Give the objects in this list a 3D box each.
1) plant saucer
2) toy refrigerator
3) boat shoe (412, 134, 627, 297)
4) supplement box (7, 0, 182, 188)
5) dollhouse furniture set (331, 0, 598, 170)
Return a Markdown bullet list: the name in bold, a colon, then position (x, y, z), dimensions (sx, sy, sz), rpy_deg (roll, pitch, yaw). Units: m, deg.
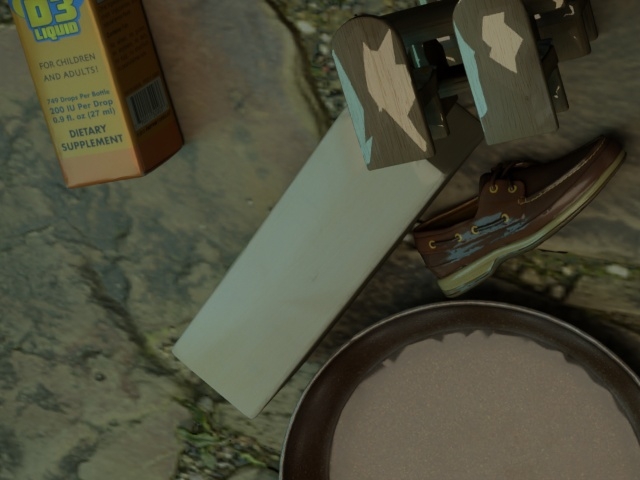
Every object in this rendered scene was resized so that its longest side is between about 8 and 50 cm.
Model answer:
- **plant saucer**: position (0.123, 0.191, 1.170), dimensions (0.310, 0.050, 0.311), rpy_deg (3, 102, 15)
- **toy refrigerator**: position (0.000, 0.000, 1.142), dimensions (0.094, 0.102, 0.269), rpy_deg (39, 123, 4)
- **boat shoe**: position (0.136, -0.025, 1.090), dimensions (0.178, 0.064, 0.060), rpy_deg (-36, 96, 35)
- **supplement box**: position (-0.181, -0.162, 1.166), dimensions (0.078, 0.080, 0.233), rpy_deg (-8, 107, 25)
- **dollhouse furniture set**: position (0.132, -0.172, 0.938), dimensions (0.242, 0.212, 0.161), rpy_deg (-12, 108, 22)
